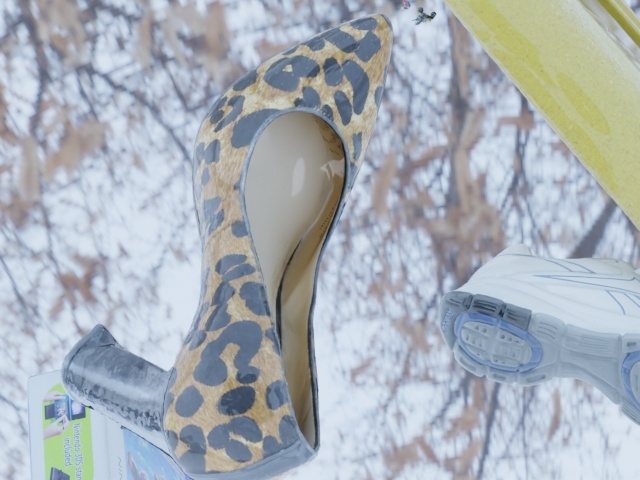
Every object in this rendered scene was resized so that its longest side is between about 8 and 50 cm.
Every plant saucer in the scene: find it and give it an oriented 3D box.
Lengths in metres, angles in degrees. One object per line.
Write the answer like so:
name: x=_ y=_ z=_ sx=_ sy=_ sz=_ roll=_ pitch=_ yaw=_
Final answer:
plant saucer: x=0.268 y=-0.134 z=1.564 sx=0.081 sy=0.333 sz=0.333 roll=-41 pitch=-96 yaw=19

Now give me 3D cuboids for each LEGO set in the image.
LEGO set: x=0.059 y=-0.207 z=1.460 sx=0.023 sy=0.054 sz=0.083 roll=-44 pitch=-118 yaw=33

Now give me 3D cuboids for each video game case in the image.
video game case: x=-0.135 y=0.255 z=1.285 sx=0.061 sy=0.269 sz=0.244 roll=-12 pitch=-120 yaw=8

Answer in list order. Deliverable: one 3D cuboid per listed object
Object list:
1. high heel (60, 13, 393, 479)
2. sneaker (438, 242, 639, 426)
high heel: x=0.000 y=0.000 z=0.846 sx=0.186 sy=0.093 sz=0.261 roll=18 pitch=-112 yaw=53
sneaker: x=0.250 y=0.070 z=1.436 sx=0.297 sy=0.111 sz=0.129 roll=20 pitch=-135 yaw=19
